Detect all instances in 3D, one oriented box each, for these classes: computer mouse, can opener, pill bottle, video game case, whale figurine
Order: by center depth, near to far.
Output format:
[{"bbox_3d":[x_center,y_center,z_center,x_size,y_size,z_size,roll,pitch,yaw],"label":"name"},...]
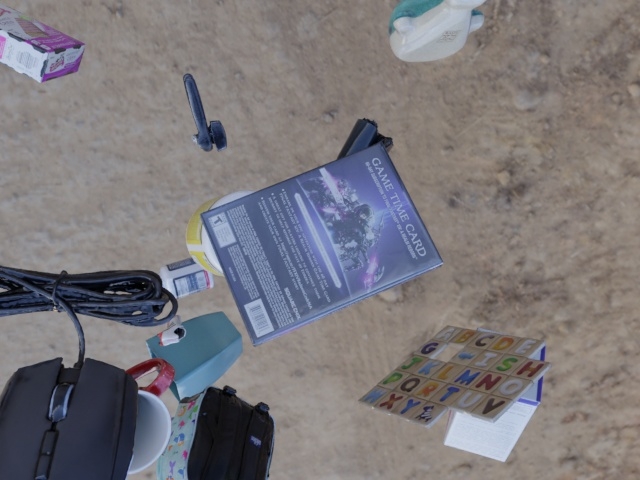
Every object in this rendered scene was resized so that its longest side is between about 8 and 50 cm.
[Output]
[{"bbox_3d":[-0.204,0.124,0.454,0.184,0.261,0.060,7,154,-3],"label":"computer mouse"},{"bbox_3d":[0.000,0.000,0.958,0.274,0.196,0.026,-22,164,-8],"label":"video game case"},{"bbox_3d":[0.249,-0.489,1.505,0.216,0.141,0.272,-8,169,-19],"label":"whale figurine"},{"bbox_3d":[-0.268,-0.280,1.573,0.073,0.059,0.186,-26,118,-15],"label":"can opener"},{"bbox_3d":[-0.198,-0.010,1.593,0.188,0.334,0.187,0,90,-20],"label":"pill bottle"},{"bbox_3d":[-0.415,0.115,2.086,0.180,0.108,0.108,-17,138,-18],"label":"pill bottle"}]

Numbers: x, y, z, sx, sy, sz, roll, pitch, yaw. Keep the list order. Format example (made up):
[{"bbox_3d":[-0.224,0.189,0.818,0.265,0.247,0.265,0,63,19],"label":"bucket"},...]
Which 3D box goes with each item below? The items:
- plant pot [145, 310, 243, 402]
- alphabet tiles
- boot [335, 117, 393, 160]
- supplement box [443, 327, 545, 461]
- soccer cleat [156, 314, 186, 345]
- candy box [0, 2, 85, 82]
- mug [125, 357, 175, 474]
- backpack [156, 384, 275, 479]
[{"bbox_3d":[-0.348,0.320,2.033,0.234,0.165,0.165,-32,152,-23],"label":"plant pot"},{"bbox_3d":[0.187,0.185,0.968,0.198,0.237,0.009,-34,107,-27],"label":"alphabet tiles"},{"bbox_3d":[0.102,-0.138,1.603,0.207,0.094,0.246,-54,141,-7],"label":"boot"},{"bbox_3d":[0.281,0.257,1.161,0.114,0.111,0.220,13,140,9],"label":"supplement box"},{"bbox_3d":[-0.213,0.132,1.046,0.036,0.083,0.029,-5,104,8],"label":"soccer cleat"},{"bbox_3d":[-0.628,-0.414,1.450,0.234,0.159,0.071,25,113,-1],"label":"candy box"},{"bbox_3d":[-0.276,0.238,0.999,0.150,0.169,0.113,-23,104,-29],"label":"mug"},{"bbox_3d":[-0.217,0.454,1.443,0.191,0.253,0.225,-34,125,30],"label":"backpack"}]
